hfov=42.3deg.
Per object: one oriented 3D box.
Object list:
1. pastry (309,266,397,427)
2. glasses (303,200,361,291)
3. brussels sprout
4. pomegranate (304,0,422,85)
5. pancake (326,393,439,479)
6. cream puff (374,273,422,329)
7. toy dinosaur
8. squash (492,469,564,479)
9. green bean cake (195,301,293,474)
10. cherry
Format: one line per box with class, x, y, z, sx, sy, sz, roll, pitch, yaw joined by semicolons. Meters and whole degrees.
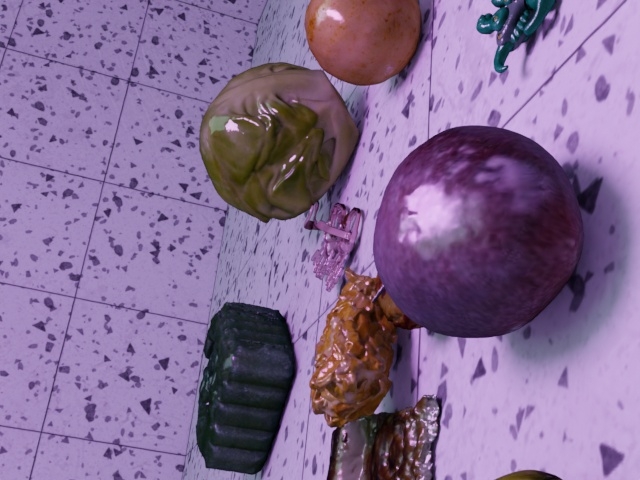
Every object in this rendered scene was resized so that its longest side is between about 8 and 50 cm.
pastry;0.057;0.135;1.163;0.154;0.103;0.250;-59;8;43
glasses;0.005;0.007;1.563;0.255;0.096;0.162;-150;69;-78
brussels sprout;-0.084;-0.193;1.679;0.247;0.328;0.327;-119;43;-54
pomegranate;0.074;-0.368;1.422;0.207;0.207;0.207;-167;90;-76
pancake;0.065;0.384;1.030;0.304;0.067;0.426;123;158;-49
cream puff;0.130;0.042;1.055;0.149;0.085;0.148;-166;90;-72
toy dinosaur;0.237;-0.262;0.988;0.132;0.059;0.096;-68;20;3
squash;0.146;0.297;0.675;0.132;0.133;0.246;-132;58;-73
green bean cake;-0.180;0.322;1.841;0.300;0.169;0.307;-119;43;-69
cherry;0.152;-0.009;0.822;0.266;0.184;0.213;-1;84;60
